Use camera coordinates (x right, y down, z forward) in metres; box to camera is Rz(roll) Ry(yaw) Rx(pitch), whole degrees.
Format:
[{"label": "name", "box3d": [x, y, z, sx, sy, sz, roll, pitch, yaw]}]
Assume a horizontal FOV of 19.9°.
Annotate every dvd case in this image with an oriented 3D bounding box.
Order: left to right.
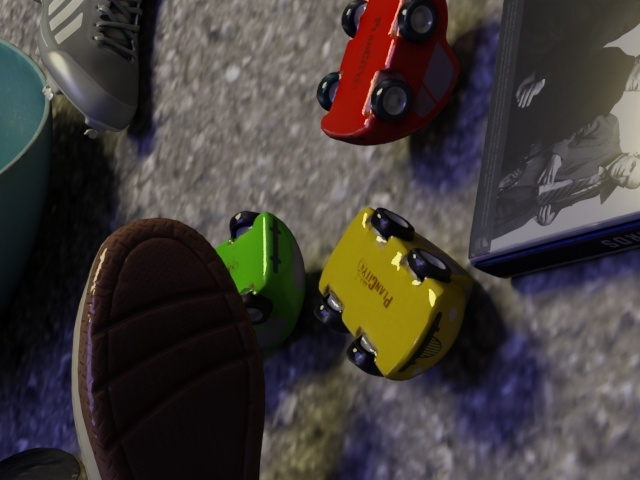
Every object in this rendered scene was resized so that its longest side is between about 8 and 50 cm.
[{"label": "dvd case", "box3d": [0.160, -0.089, 0.775, 0.239, 0.030, 0.179, -16, 58, 51]}]

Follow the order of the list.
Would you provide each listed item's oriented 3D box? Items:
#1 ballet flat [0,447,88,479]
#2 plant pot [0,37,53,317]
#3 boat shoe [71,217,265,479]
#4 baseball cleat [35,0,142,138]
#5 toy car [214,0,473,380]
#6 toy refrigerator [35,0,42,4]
[{"label": "ballet flat", "box3d": [-0.195, 0.167, 1.148, 0.173, 0.049, 0.057, -20, 22, 46]}, {"label": "plant pot", "box3d": [-0.319, -0.001, 1.251, 0.290, 0.290, 0.195, -119, 22, -52]}, {"label": "boat shoe", "box3d": [-0.076, 0.121, 0.893, 0.095, 0.095, 0.257, 142, 121, -65]}, {"label": "baseball cleat", "box3d": [-0.147, -0.163, 1.242, 0.109, 0.072, 0.206, -46, 41, 20]}, {"label": "toy car", "box3d": [0.000, 0.000, 0.937, 0.225, 0.053, 0.239, -36, 43, 41]}, {"label": "toy refrigerator", "box3d": [-0.173, -0.314, 1.345, 0.269, 0.102, 0.094, -51, 35, 25]}]
